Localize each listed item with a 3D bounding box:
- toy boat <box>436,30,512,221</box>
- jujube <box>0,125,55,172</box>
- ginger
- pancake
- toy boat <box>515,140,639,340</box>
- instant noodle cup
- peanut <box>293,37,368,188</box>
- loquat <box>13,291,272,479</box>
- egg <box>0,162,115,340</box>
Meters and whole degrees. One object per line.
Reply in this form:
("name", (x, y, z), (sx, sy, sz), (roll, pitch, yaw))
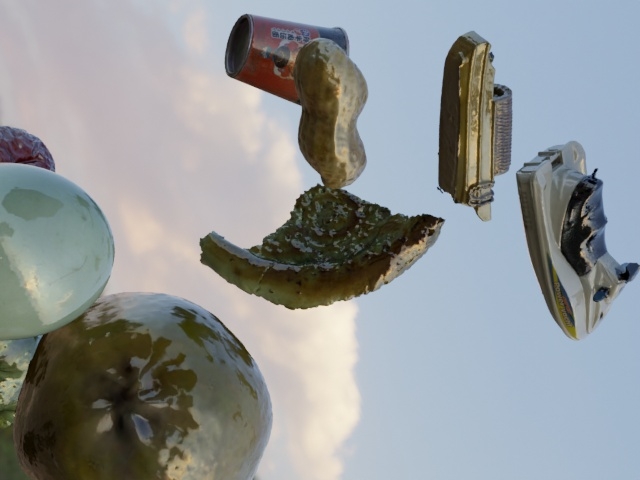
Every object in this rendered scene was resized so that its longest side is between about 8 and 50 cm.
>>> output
("toy boat", (0.252, -0.180, 2.250), (0.089, 0.115, 0.310), (-133, -142, -59))
("jujube", (-0.425, -0.097, 1.898), (0.112, 0.109, 0.176), (37, 10, 17))
("ginger", (-0.403, 0.149, 1.750), (0.290, 0.137, 0.089), (91, -26, -59))
("pancake", (-0.001, -0.001, 2.092), (0.054, 0.376, 0.197), (67, 14, -62))
("toy boat", (0.352, 0.005, 1.909), (0.269, 0.141, 0.141), (66, -16, -12))
("instant noodle cup", (-0.048, -0.241, 1.865), (0.127, 0.135, 0.127), (-41, -138, 52))
("peanut", (0.015, -0.148, 1.671), (0.089, 0.089, 0.193), (-134, -146, -52))
("loquat", (-0.184, 0.176, 1.480), (0.284, 0.276, 0.276), (117, -49, -79))
("egg", (-0.268, 0.009, 1.185), (0.149, 0.192, 0.149), (-177, -90, -67))
